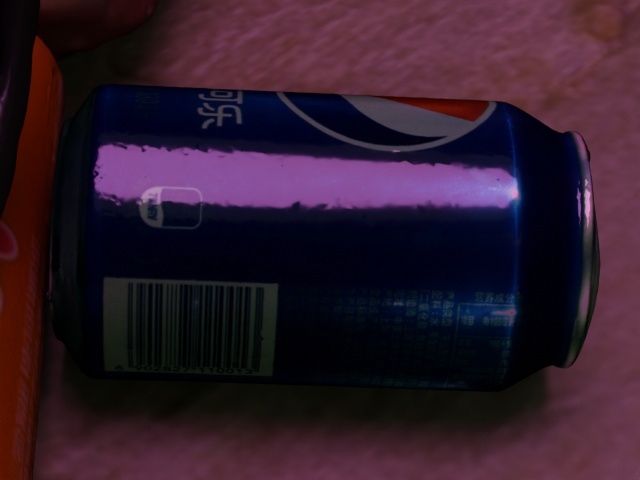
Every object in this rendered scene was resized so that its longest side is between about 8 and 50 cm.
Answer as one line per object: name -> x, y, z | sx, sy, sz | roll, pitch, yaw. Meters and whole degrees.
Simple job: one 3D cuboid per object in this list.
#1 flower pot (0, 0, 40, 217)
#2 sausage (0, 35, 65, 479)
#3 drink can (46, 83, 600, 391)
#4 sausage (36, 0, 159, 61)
flower pot -> -0.244, -0.082, 0.575 | 0.267, 0.266, 0.266 | 7, 44, 5
sausage -> -0.147, 0.040, 0.707 | 0.093, 0.093, 0.312 | 1, 44, -4
drink can -> 0.000, 0.000, 0.745 | 0.205, 0.118, 0.118 | 3, 44, -4
sausage -> -0.127, -0.187, 0.903 | 0.152, 0.152, 0.279 | 9, 44, 4
